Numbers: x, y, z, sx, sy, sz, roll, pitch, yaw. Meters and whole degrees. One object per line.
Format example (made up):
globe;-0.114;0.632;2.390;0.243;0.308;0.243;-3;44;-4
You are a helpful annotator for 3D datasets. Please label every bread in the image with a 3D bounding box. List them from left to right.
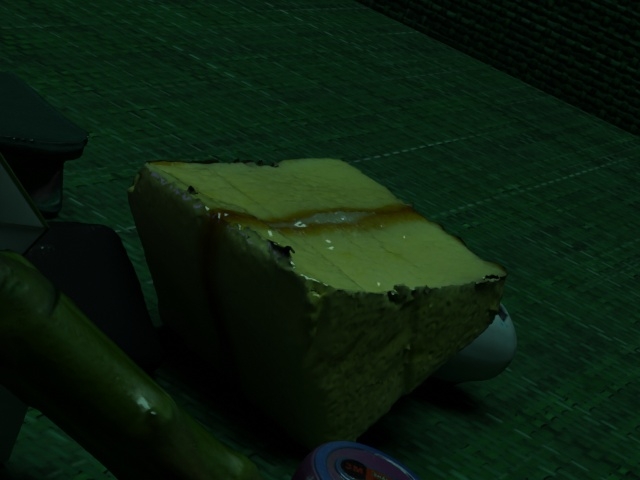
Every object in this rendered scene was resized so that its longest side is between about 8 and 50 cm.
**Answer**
bread;0.000;0.000;1.507;0.236;0.198;0.263;-32;47;-25

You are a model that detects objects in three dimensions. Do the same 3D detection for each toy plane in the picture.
toy plane;0.061;0.059;1.676;0.267;0.122;0.267;20;17;-6

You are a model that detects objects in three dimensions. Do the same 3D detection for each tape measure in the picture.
tape measure;0.029;0.210;1.297;0.118;0.074;0.125;25;23;-8

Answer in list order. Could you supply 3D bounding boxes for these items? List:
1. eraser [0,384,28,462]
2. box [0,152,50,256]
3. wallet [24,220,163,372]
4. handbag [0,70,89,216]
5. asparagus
eraser;-0.329;0.115;1.153;0.076;0.078;0.298;34;22;33
box;-0.333;-0.018;1.246;0.148;0.195;0.177;32;-18;31
wallet;-0.241;0.047;1.415;0.250;0.044;0.149;2;59;-47
handbag;-0.414;-0.120;1.719;0.327;0.089;0.238;6;23;-37
asparagus;-0.134;0.126;1.216;0.343;0.082;0.085;42;-18;-16
